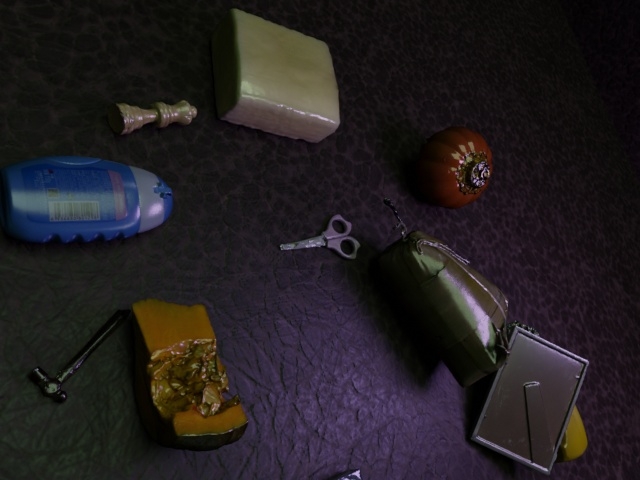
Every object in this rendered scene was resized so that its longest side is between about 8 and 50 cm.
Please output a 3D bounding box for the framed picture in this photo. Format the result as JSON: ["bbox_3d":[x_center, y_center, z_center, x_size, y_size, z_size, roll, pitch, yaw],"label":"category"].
[{"bbox_3d":[0.497,0.376,1.233,0.213,0.016,0.289,26,80,-4],"label":"framed picture"}]

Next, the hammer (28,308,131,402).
[{"bbox_3d":[-0.358,0.162,0.800,0.065,0.021,0.178,45,49,-11],"label":"hammer"}]

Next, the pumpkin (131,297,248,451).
[{"bbox_3d":[-0.220,0.220,0.823,0.131,0.126,0.248,-5,53,-31],"label":"pumpkin"}]

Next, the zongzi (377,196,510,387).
[{"bbox_3d":[0.295,0.073,1.262,0.447,0.181,0.418,55,33,1],"label":"zongzi"}]

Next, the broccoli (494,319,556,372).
[{"bbox_3d":[0.508,0.282,1.318,0.167,0.160,0.154,7,92,-54],"label":"broccoli"}]

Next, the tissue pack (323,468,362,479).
[{"bbox_3d":[0.039,0.503,0.924,0.112,0.051,0.156,-6,74,-36],"label":"tissue pack"}]

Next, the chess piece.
[{"bbox_3d":[-0.315,-0.242,1.003,0.172,0.060,0.060,-20,83,-44],"label":"chess piece"}]

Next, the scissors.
[{"bbox_3d":[0.000,0.000,1.150,0.212,0.021,0.110,-9,73,-40],"label":"scissors"}]

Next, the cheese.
[{"bbox_3d":[-0.099,-0.365,1.181,0.266,0.124,0.242,7,62,-36],"label":"cheese"}]

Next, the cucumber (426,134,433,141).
[{"bbox_3d":[0.370,-0.231,1.522,0.181,0.053,0.053,44,50,-13],"label":"cucumber"}]

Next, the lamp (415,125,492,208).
[{"bbox_3d":[0.358,-0.193,1.397,0.223,0.196,0.223,-11,112,-27],"label":"lamp"}]

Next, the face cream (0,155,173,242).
[{"bbox_3d":[-0.372,-0.069,0.856,0.264,0.083,0.149,-4,73,-38],"label":"face cream"}]

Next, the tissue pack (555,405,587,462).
[{"bbox_3d":[0.588,0.457,1.314,0.127,0.123,0.178,-11,76,-31],"label":"tissue pack"}]
